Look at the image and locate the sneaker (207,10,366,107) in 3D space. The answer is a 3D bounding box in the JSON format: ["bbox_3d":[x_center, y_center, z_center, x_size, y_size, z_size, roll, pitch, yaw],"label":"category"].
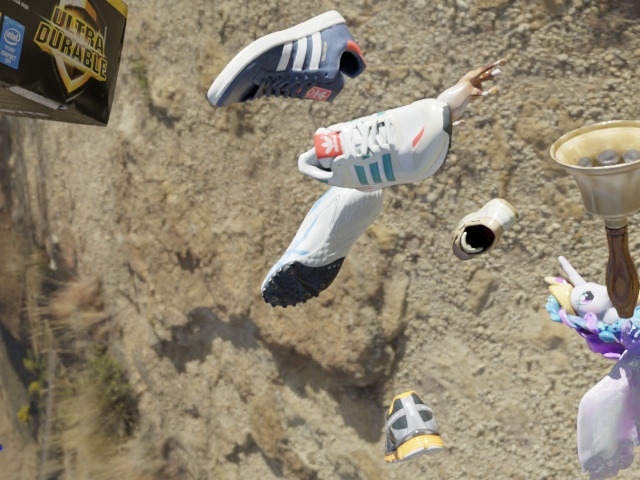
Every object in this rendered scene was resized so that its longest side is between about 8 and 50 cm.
[{"bbox_3d":[-0.045,-0.307,1.295,0.148,0.350,0.131,54,149,-1],"label":"sneaker"}]

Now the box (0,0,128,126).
[{"bbox_3d":[-0.285,-0.123,0.290,0.322,0.257,0.079,8,88,9],"label":"box"}]

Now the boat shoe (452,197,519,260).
[{"bbox_3d":[0.184,-0.005,0.826,0.050,0.045,0.135,43,156,9],"label":"boat shoe"}]

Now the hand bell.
[{"bbox_3d":[0.359,-0.009,0.835,0.126,0.126,0.242,18,134,50],"label":"hand bell"}]

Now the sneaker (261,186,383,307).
[{"bbox_3d":[0.000,0.000,1.000,0.237,0.085,0.086,-49,28,10],"label":"sneaker"}]

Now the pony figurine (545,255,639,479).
[{"bbox_3d":[0.532,0.185,1.059,0.363,0.303,0.351,-4,108,54],"label":"pony figurine"}]

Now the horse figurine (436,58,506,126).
[{"bbox_3d":[0.262,-0.259,1.342,0.066,0.263,0.174,44,178,-13],"label":"horse figurine"}]

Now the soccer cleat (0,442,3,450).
[{"bbox_3d":[-0.397,0.273,0.664,0.093,0.121,0.289,-32,24,20],"label":"soccer cleat"}]

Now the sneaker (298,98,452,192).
[{"bbox_3d":[0.039,-0.074,0.569,0.161,0.075,0.057,-16,74,61],"label":"sneaker"}]

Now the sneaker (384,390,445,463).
[{"bbox_3d":[0.127,0.263,0.973,0.215,0.084,0.083,95,159,-70],"label":"sneaker"}]
